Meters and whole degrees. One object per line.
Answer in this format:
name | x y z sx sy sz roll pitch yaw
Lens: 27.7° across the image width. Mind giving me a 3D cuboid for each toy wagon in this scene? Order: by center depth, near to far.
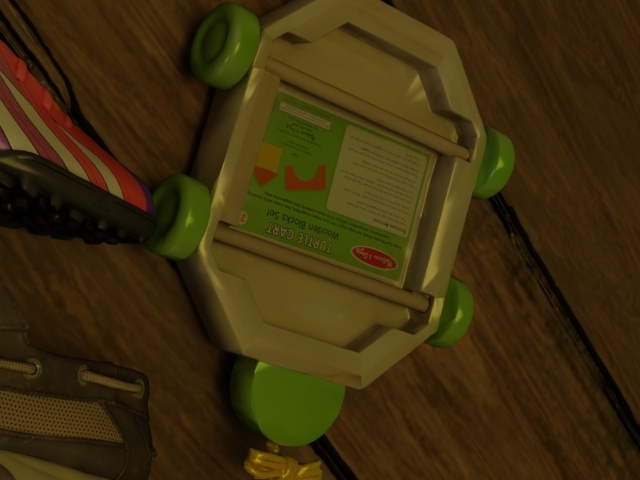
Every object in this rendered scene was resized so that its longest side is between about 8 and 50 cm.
toy wagon | 0.000 0.000 0.916 0.267 0.068 0.344 20 82 -36

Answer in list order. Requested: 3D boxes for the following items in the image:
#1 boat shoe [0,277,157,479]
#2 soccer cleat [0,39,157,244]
boat shoe | -0.229 0.076 0.718 0.355 0.132 0.130 35 56 -48
soccer cleat | -0.212 -0.094 0.730 0.318 0.108 0.116 29 68 -34
